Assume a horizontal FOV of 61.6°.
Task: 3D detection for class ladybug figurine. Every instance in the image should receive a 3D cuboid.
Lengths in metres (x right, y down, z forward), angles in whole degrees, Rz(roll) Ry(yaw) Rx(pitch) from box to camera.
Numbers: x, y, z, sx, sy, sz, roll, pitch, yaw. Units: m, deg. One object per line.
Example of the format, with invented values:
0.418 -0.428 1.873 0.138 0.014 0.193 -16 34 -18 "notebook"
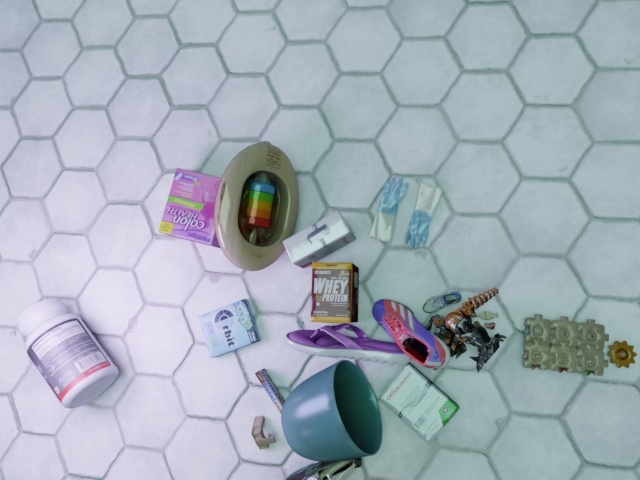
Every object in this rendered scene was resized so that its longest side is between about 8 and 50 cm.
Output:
-0.230 -0.120 1.845 0.162 0.305 0.449 2 78 55 "ladybug figurine"

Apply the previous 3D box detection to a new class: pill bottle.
-0.907 0.394 1.912 0.210 0.210 0.363 -43 76 2 "pill bottle"

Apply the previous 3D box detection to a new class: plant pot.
0.020 0.551 1.680 0.235 0.293 0.293 -25 78 22 "plant pot"

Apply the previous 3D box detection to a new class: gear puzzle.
0.806 0.331 1.680 0.339 0.044 0.175 5 81 9 "gear puzzle"

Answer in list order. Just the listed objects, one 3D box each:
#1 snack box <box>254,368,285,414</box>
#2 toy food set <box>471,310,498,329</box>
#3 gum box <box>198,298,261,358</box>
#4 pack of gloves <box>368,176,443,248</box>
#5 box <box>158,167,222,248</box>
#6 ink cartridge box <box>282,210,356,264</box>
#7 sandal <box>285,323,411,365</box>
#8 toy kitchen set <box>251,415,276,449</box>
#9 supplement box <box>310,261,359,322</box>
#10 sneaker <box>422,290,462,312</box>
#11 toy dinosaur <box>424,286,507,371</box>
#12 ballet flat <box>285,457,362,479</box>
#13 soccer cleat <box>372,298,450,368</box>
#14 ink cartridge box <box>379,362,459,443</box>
-0.160 0.518 1.823 0.022 0.064 0.178 -37 77 6 "snack box"
0.515 0.268 1.751 0.122 0.019 0.078 4 82 12 "toy food set"
-0.323 0.311 1.896 0.184 0.041 0.157 -22 78 8 "gum box"
0.292 -0.093 1.847 0.195 0.046 0.232 18 89 1 "pack of gloves"
-0.437 -0.115 1.942 0.213 0.117 0.243 14 85 12 "box"
0.000 0.000 1.819 0.218 0.158 0.092 -27 77 6 "ink cartridge box"
0.095 0.317 1.753 0.416 0.169 0.102 8 98 0 "sandal"
-0.185 0.652 1.826 0.068 0.075 0.083 -13 119 12 "toy kitchen set"
0.051 0.174 1.765 0.129 0.194 0.191 0 82 11 "supplement box"
0.399 0.199 1.765 0.135 0.058 0.052 -25 78 7 "sneaker"
0.448 0.290 1.681 0.218 0.164 0.322 40 129 22 "toy dinosaur"
0.011 0.751 1.730 0.280 0.095 0.096 -33 40 5 "ballet flat"
0.265 0.288 1.701 0.318 0.116 0.108 40 110 38 "soccer cleat"
0.314 0.515 1.720 0.208 0.087 0.153 41 91 13 "ink cartridge box"
